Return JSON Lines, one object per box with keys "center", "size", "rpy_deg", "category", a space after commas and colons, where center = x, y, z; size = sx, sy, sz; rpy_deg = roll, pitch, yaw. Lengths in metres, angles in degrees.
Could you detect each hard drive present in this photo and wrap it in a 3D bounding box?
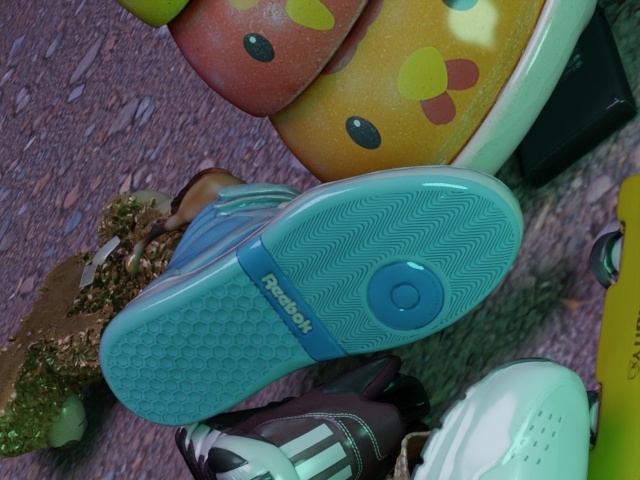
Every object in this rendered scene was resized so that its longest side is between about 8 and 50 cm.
{"center": [0.182, -0.111, 1.072], "size": [0.094, 0.022, 0.135], "rpy_deg": [-39, 31, 27], "category": "hard drive"}

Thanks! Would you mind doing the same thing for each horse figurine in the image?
{"center": [-0.081, 0.019, 1.238], "size": [0.174, 0.066, 0.263], "rpy_deg": [-49, 43, 21], "category": "horse figurine"}

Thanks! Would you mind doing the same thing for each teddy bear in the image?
{"center": [-0.214, 0.080, 1.415], "size": [0.245, 0.113, 0.338], "rpy_deg": [-10, 43, 44], "category": "teddy bear"}

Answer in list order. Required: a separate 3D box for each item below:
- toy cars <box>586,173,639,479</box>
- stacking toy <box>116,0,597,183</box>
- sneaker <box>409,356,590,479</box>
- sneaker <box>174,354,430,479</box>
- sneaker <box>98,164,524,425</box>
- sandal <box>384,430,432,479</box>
{"center": [0.216, 0.120, 0.694], "size": [0.394, 0.087, 0.176], "rpy_deg": [-101, 33, -51], "category": "toy cars"}
{"center": [-0.064, -0.237, 1.070], "size": [0.351, 0.479, 0.351], "rpy_deg": [-54, 23, 36], "category": "stacking toy"}
{"center": [0.108, 0.207, 0.713], "size": [0.129, 0.111, 0.297], "rpy_deg": [-2, 78, 52], "category": "sneaker"}
{"center": [-0.004, 0.148, 1.022], "size": [0.162, 0.106, 0.281], "rpy_deg": [-27, 3, -14], "category": "sneaker"}
{"center": [0.000, 0.000, 1.038], "size": [0.319, 0.127, 0.208], "rpy_deg": [-22, 19, 21], "category": "sneaker"}
{"center": [0.087, 0.138, 0.880], "size": [0.240, 0.079, 0.088], "rpy_deg": [-26, 38, 42], "category": "sandal"}
